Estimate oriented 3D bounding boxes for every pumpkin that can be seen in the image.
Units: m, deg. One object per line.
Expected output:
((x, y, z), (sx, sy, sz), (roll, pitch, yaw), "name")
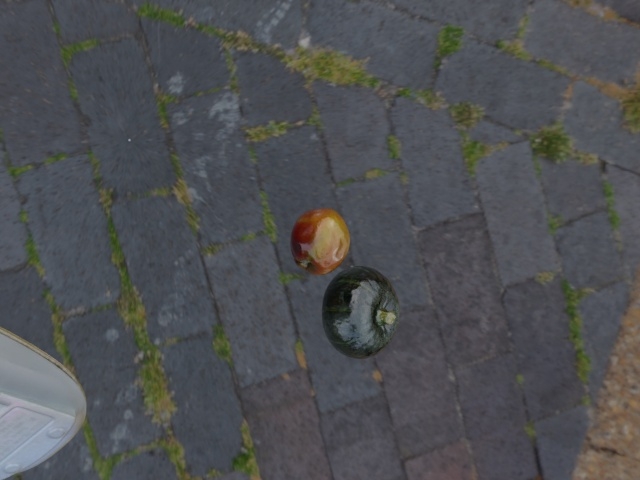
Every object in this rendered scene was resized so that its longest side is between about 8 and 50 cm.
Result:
((0.074, 0.128, 1.539), (0.125, 0.167, 0.167), (-23, 104, 30), "pumpkin")

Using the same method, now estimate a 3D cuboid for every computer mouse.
((-0.221, 0.079, 0.465), (0.102, 0.045, 0.199), (-38, 138, 18), "computer mouse")

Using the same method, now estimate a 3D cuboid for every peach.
((0.001, 0.000, 1.378), (0.101, 0.101, 0.100), (-1, 97, -12), "peach")
